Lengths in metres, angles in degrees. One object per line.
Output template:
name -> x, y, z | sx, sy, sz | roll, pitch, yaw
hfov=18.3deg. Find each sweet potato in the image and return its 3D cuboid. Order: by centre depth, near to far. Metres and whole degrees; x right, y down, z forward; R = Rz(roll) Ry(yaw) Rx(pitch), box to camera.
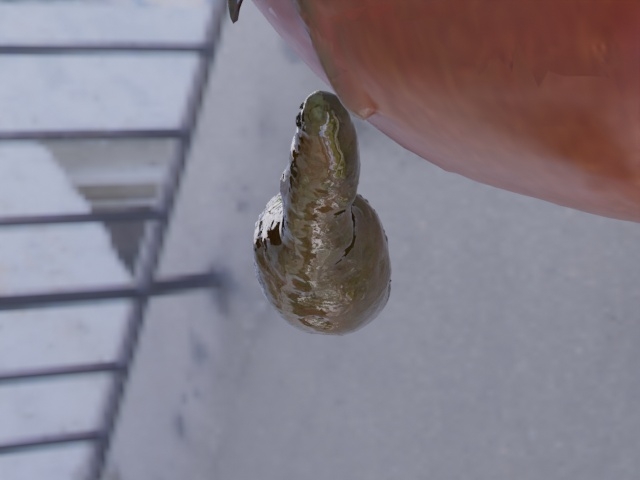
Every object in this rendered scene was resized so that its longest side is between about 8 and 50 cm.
sweet potato -> -0.001, 0.000, 1.030 | 0.269, 0.074, 0.075 | 78, 175, -67

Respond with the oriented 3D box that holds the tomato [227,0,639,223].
tomato -> 0.126, -0.155, 0.476 | 0.341, 0.272, 0.341 | -6, 80, 35
